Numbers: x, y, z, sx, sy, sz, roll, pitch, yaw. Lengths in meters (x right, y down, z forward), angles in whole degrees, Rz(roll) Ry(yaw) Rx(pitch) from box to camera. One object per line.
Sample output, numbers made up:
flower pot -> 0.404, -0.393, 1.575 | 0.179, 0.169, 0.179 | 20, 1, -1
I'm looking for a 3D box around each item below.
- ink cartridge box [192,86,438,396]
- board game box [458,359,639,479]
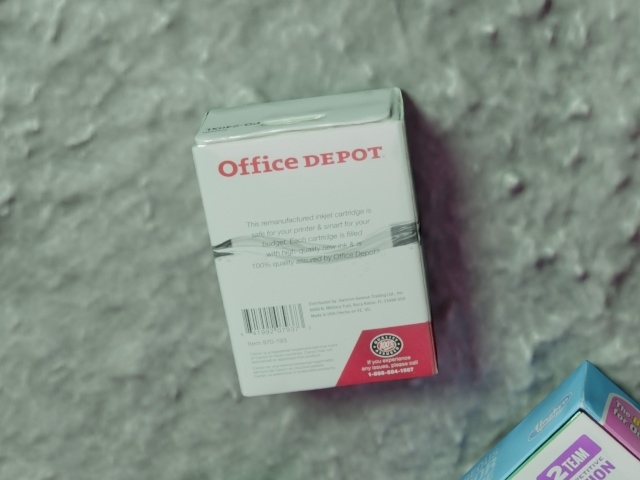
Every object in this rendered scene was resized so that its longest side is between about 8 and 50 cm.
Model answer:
ink cartridge box -> 0.000, 0.000, 0.768 | 0.109, 0.063, 0.150 | -7, 113, 7
board game box -> 0.190, 0.260, 0.839 | 0.316, 0.064, 0.242 | 42, 112, -3
